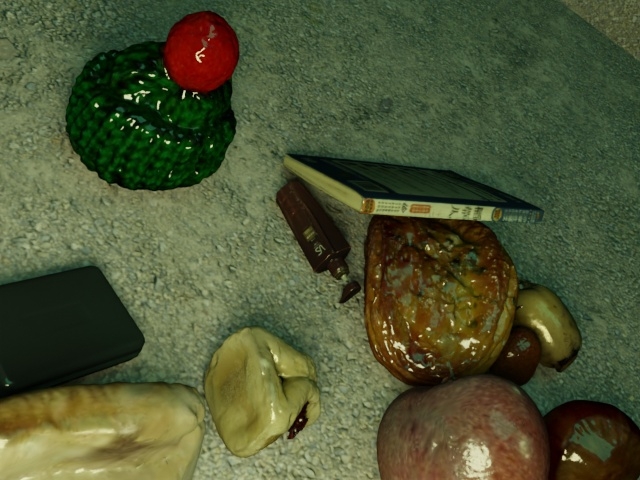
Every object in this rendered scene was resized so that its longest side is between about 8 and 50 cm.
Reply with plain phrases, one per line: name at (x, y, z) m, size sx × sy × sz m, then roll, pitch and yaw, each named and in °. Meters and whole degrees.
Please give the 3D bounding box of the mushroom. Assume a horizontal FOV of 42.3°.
mushroom at (-0.313, 0.289, 0.933) m, size 0.313 × 0.224 × 0.397 m, roll 25°, pitch 34°, yaw 9°

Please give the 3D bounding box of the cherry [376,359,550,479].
cherry at (0.203, 0.321, 1.180) m, size 0.221 × 0.261 × 0.308 m, roll 24°, pitch 59°, yaw -34°

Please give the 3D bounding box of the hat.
hat at (-0.248, -0.249, 1.340) m, size 0.274 × 0.332 × 0.242 m, roll -4°, pitch 57°, yaw -39°

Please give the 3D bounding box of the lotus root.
lotus root at (0.411, 0.145, 1.569) m, size 0.118 × 0.125 × 0.221 m, roll -24°, pitch 71°, yaw -16°

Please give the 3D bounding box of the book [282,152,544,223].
book at (0.177, -0.100, 1.586) m, size 0.427 × 0.039 × 0.300 m, roll 3°, pitch 18°, yaw -31°

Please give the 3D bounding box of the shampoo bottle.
shampoo bottle at (-0.002, 0.001, 1.474) m, size 0.067 × 0.068 × 0.236 m, roll -12°, pitch 58°, yaw -39°

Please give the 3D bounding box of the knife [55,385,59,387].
knife at (-0.410, 0.162, 1.093) m, size 0.184 × 0.026 × 0.022 m, roll 36°, pitch 81°, yaw -3°

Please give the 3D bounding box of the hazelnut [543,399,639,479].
hazelnut at (0.442, 0.352, 1.369) m, size 0.201 × 0.161 × 0.170 m, roll 0°, pitch 53°, yaw -21°

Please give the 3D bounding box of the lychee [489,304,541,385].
lychee at (0.348, 0.191, 1.486) m, size 0.101 × 0.114 × 0.140 m, roll 12°, pitch 81°, yaw -32°

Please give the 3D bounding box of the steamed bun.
steamed bun at (-0.066, 0.219, 1.195) m, size 0.155 × 0.141 × 0.172 m, roll 11°, pitch 49°, yaw -44°

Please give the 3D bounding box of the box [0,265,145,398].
box at (-0.364, 0.121, 1.116) m, size 0.230 × 0.050 × 0.160 m, roll -15°, pitch 61°, yaw -50°

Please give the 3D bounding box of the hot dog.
hot dog at (0.202, 0.071, 1.456) m, size 0.266 × 0.174 × 0.388 m, roll 11°, pitch 45°, yaw -5°
